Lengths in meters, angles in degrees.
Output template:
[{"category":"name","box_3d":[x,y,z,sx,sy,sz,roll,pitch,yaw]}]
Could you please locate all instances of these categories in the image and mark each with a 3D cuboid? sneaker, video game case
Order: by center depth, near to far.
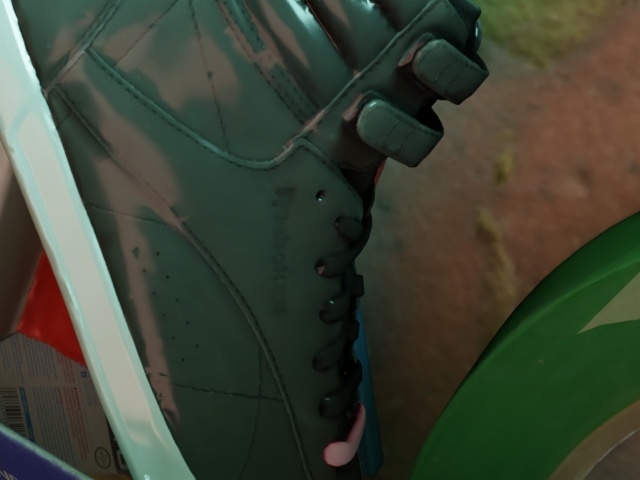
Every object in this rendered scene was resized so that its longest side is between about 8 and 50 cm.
[{"category":"sneaker","box_3d":[0.000,0.000,0.544,0.146,0.104,0.296,-21,98,8]},{"category":"video game case","box_3d":[-0.063,0.037,0.679,0.166,0.015,0.119,-3,106,22]}]

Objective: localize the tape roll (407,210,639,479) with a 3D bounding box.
[{"category":"tape roll","box_3d":[0.185,0.135,0.586,0.321,0.077,0.321,7,110,19]}]

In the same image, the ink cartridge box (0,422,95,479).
[{"category":"ink cartridge box","box_3d":[-0.006,0.196,0.556,0.303,0.072,0.307,25,156,28]}]

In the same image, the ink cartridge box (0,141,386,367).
[{"category":"ink cartridge box","box_3d":[-0.090,-0.074,0.615,0.238,0.060,0.275,27,112,13]}]
